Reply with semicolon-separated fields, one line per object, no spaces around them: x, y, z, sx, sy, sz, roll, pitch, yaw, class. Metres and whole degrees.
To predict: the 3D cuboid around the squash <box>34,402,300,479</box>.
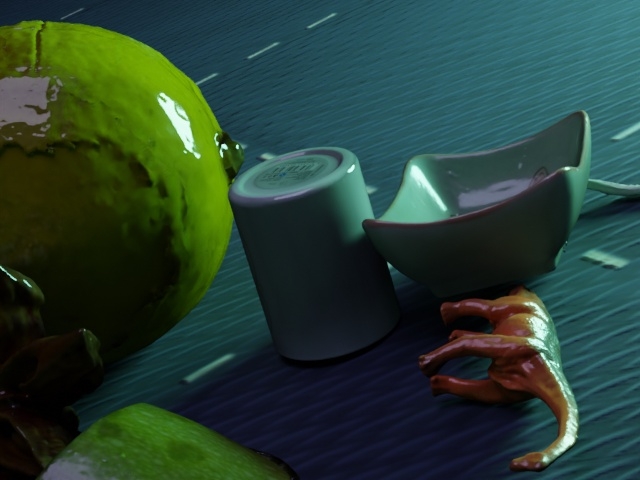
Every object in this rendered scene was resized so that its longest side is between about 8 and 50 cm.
-0.111;0.154;0.962;0.184;0.085;0.192;-3;30;40;squash

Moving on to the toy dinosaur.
0.114;0.077;0.982;0.101;0.055;0.279;-8;25;15;toy dinosaur

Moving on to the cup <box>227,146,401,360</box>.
-0.009;0.004;1.154;0.099;0.133;0.136;-21;22;-10;cup

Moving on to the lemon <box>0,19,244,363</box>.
-0.215;-0.034;1.229;0.297;0.297;0.297;-18;22;8;lemon

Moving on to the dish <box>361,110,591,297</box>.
0.126;-0.022;1.134;0.151;0.077;0.212;-15;12;17;dish

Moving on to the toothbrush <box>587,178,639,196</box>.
0.240;-0.043;1.190;0.204;0.022;0.017;-5;11;33;toothbrush

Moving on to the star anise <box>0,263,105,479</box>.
-0.209;0.113;1.072;0.111;0.196;0.212;3;31;-16;star anise
